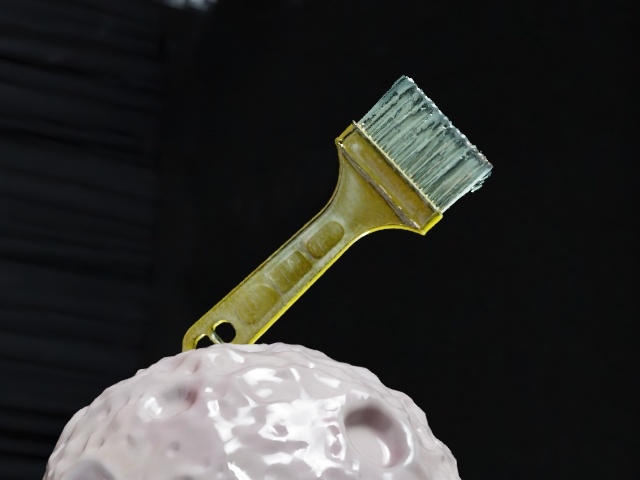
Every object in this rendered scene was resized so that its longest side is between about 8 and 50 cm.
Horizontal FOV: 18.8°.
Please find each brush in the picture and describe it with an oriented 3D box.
[{"bbox_3d":[0.000,0.000,1.157,0.218,0.010,0.082,-42,-104,-7],"label":"brush"}]

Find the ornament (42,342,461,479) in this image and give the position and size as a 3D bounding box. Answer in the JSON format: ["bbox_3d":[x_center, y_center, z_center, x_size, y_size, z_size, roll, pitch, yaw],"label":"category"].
[{"bbox_3d":[-0.036,0.178,1.060,0.259,0.259,0.225,-48,-162,36],"label":"ornament"}]
